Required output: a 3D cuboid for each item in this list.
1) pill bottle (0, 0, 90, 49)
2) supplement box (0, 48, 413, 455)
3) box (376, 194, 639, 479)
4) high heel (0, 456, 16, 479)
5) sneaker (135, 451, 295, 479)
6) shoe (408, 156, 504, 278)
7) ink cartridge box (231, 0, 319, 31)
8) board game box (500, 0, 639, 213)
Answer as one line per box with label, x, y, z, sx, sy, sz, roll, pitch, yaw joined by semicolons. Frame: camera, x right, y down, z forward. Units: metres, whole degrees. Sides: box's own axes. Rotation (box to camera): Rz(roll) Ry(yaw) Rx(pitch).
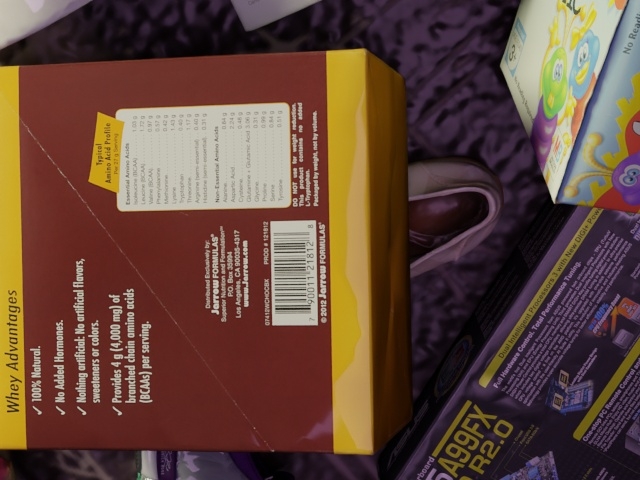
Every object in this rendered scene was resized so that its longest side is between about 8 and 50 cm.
pill bottle;-0.198;-0.237;0.663;0.162;0.162;0.278;-27;110;7
supplement box;-0.058;0.008;0.709;0.194;0.129;0.191;-1;90;12
box;0.193;0.088;0.815;0.216;0.060;0.270;29;103;-7
high heel;-0.298;0.278;0.827;0.181;0.127;0.377;15;109;-15
sneaker;-0.065;0.184;0.831;0.098;0.083;0.224;1;105;-6
shoe;0.000;0.000;0.789;0.219;0.058;0.077;-17;105;4
ink cartridge box;-0.013;-0.216;0.702;0.127;0.072;0.175;-19;106;27
board game box;0.251;-0.094;0.685;0.275;0.144;0.142;8;124;-10
